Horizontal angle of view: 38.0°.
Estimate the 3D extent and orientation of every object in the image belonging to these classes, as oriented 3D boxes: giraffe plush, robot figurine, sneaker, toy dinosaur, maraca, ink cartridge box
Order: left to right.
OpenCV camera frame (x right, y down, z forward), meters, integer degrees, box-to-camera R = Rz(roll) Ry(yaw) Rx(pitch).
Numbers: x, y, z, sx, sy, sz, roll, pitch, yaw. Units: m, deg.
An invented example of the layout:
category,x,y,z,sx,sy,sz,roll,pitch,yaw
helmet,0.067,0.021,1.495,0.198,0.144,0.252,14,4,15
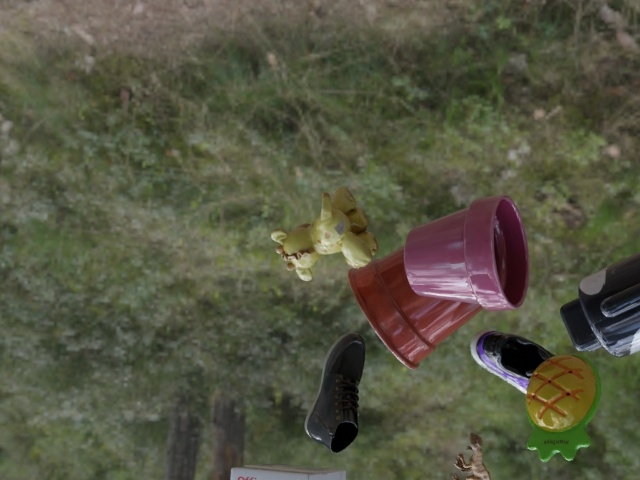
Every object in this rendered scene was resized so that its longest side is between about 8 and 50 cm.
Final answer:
category,x,y,z,sx,sy,sz,roll,pitch,yaw
ink cartridge box,-0.073,0.636,2.044,0.198,0.270,0.197,-2,170,27
giraffe plush,0.000,0.000,1.976,0.170,0.181,0.210,-28,171,23
sneaker,0.052,0.290,1.766,0.083,0.222,0.118,19,180,-26
toy dinosaur,0.347,0.513,2.015,0.112,0.064,0.211,-9,120,38
sneaker,0.469,0.280,1.975,0.293,0.102,0.146,25,167,-8
maraca,0.383,0.263,1.477,0.127,0.185,0.099,-16,136,40
robot figurine,0.606,0.121,1.770,0.278,0.209,0.173,-29,108,25

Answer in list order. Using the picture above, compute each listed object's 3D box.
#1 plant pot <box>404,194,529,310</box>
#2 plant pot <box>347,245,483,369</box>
category,x,y,z,sx,sy,sz,roll,pitch,yaw
plant pot,0.257,0.029,1.660,0.180,0.201,0.201,-8,163,30
plant pot,0.247,0.105,2.086,0.265,0.272,0.272,-35,155,12
